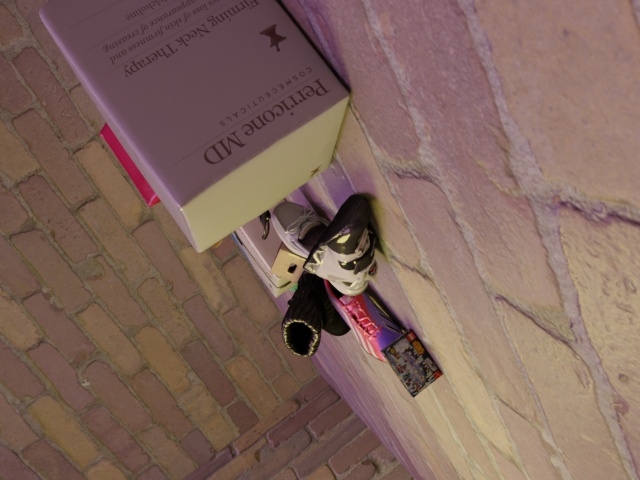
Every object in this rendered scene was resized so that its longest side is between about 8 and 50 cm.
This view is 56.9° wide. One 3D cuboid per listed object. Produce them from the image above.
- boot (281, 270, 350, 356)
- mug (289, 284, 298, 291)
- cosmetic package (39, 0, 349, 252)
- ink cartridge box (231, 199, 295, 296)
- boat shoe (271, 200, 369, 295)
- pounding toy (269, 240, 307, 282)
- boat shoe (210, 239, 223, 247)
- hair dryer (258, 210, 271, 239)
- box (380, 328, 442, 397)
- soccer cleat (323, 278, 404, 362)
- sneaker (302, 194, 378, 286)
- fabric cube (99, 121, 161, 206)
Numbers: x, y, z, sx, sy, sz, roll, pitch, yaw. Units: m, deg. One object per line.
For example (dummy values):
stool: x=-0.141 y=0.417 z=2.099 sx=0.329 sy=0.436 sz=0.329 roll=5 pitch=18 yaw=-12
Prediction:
boot: x=-0.004 y=0.239 z=1.720 sx=0.260 sy=0.131 sz=0.348 roll=-81 pitch=-29 yaw=-44
mug: x=-0.109 y=0.136 z=2.263 sx=0.158 sy=0.097 sz=0.130 roll=44 pitch=164 yaw=43
cosmetic package: x=-0.206 y=-0.251 z=1.056 sx=0.394 sy=0.329 sz=0.327 roll=53 pitch=167 yaw=8
ink cartridge box: x=-0.160 y=0.007 z=1.953 sx=0.286 sy=0.166 sz=0.395 roll=54 pitch=167 yaw=8
boat shoe: x=-0.001 y=0.002 z=1.476 sx=0.320 sy=0.118 sz=0.103 roll=46 pitch=159 yaw=21
pounding toy: x=-0.062 y=0.010 z=1.653 sx=0.094 sy=0.206 sz=0.181 roll=22 pitch=143 yaw=-5
boat shoe: x=-0.348 y=-0.108 z=1.986 sx=0.116 sy=0.123 sz=0.325 roll=24 pitch=-138 yaw=-38
hair dryer: x=-0.140 y=-0.170 z=1.490 sx=0.224 sy=0.080 sz=0.294 roll=-118 pitch=22 yaw=-45
box: x=0.221 y=0.298 z=1.439 sx=0.137 sy=0.094 sz=0.027 roll=55 pitch=168 yaw=-2
soccer cleat: x=0.107 y=0.193 z=1.544 sx=0.318 sy=0.108 sz=0.116 roll=49 pitch=180 yaw=41
sneaker: x=0.072 y=0.013 z=1.246 sx=0.146 sy=0.123 sz=0.330 roll=31 pitch=158 yaw=-1
fabric cube: x=-0.376 y=-0.287 z=1.558 sx=0.258 sy=0.259 sz=0.254 roll=-38 pitch=86 yaw=43
